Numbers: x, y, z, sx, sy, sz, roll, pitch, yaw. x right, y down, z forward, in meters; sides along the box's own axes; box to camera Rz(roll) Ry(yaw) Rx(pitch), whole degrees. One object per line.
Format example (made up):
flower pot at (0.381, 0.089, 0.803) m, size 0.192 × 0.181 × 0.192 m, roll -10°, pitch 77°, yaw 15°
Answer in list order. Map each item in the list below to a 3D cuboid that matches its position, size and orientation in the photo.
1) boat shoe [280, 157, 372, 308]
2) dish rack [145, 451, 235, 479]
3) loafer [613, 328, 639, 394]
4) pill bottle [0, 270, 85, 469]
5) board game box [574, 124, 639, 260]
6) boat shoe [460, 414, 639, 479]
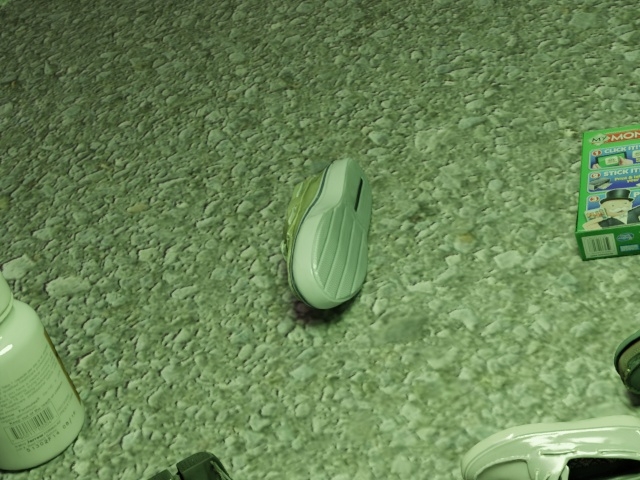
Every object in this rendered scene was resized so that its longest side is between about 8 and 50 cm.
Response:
boat shoe at (0.000, 0.000, 1.708) m, size 0.094 × 0.109 × 0.302 m, roll -24°, pitch 21°, yaw 22°
dish rack at (-0.145, 0.314, 1.306) m, size 0.208 × 0.074 × 0.271 m, roll -29°, pitch 25°, yaw -11°
loafer at (0.423, 0.112, 1.320) m, size 0.268 × 0.096 × 0.084 m, roll -12°, pitch 40°, yaw 8°
pill bottle at (-0.369, 0.140, 1.562) m, size 0.131 × 0.229 × 0.131 m, roll -13°, pitch 34°, yaw 9°
board game box at (0.466, -0.076, 1.605) m, size 0.317 × 0.046 × 0.213 m, roll -7°, pitch 35°, yaw 19°
boat shoe at (0.227, 0.217, 1.302) m, size 0.184 × 0.066 × 0.063 m, roll -6°, pitch 34°, yaw 3°
